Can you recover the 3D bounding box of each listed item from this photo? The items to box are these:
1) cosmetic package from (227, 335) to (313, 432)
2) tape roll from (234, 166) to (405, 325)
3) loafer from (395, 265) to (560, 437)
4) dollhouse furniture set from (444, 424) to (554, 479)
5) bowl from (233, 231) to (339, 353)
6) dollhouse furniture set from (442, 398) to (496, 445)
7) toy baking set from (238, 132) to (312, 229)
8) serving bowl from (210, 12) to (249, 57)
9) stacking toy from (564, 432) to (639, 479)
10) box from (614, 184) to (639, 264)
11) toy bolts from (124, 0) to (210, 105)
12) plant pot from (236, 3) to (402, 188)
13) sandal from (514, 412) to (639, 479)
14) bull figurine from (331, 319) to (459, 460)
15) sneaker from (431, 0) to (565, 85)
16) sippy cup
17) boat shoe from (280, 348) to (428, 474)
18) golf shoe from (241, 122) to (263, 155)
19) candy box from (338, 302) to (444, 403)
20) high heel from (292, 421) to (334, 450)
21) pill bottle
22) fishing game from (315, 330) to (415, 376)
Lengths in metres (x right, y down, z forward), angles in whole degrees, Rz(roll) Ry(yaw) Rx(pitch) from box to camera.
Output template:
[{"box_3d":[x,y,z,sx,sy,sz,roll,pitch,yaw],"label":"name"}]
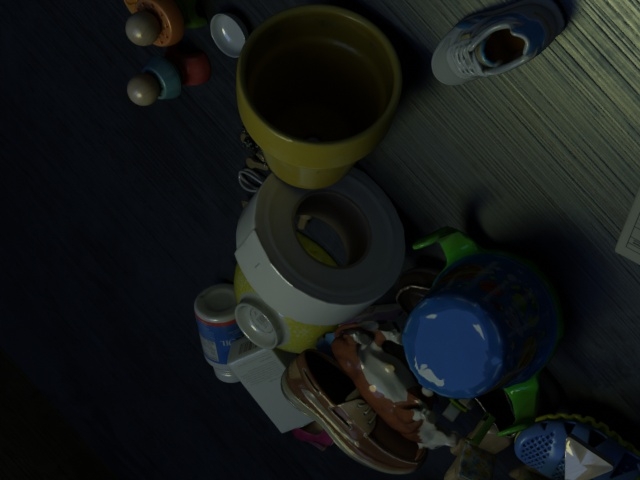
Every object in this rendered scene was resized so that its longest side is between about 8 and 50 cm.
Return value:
[{"box_3d":[-0.094,0.308,2.240,0.117,0.085,0.231,-23,119,20],"label":"cosmetic package"},{"box_3d":[0.000,0.000,1.743,0.286,0.286,0.100,48,145,2],"label":"tape roll"},{"box_3d":[0.263,0.197,1.776,0.366,0.130,0.134,45,144,6],"label":"loafer"},{"box_3d":[0.417,0.552,1.771,0.394,0.362,0.256,25,145,-11],"label":"dollhouse furniture set"},{"box_3d":[-0.082,0.132,2.066,0.289,0.156,0.290,27,139,27],"label":"bowl"},{"box_3d":[0.218,0.277,1.708,0.151,0.059,0.076,38,173,-3],"label":"dollhouse furniture set"},{"box_3d":[-0.081,-0.113,1.950,0.196,0.030,0.256,38,143,20],"label":"toy baking set"},{"box_3d":[-0.156,-0.367,1.789,0.083,0.027,0.083,27,139,26],"label":"serving bowl"},{"box_3d":[0.440,0.479,1.564,0.308,0.130,0.280,23,106,17],"label":"stacking toy"},{"box_3d":[0.497,-0.062,1.289,0.148,0.127,0.232,31,142,23],"label":"box"},{"box_3d":[-0.319,-0.365,1.853,0.218,0.158,0.229,24,137,31],"label":"toy bolts"},{"box_3d":[-0.008,-0.205,1.619,0.254,0.254,0.239,40,160,13],"label":"plant pot"},{"box_3d":[0.473,0.391,1.675,0.317,0.138,0.126,18,127,17],"label":"sandal"},{"box_3d":[0.141,0.270,1.836,0.310,0.101,0.188,45,153,3],"label":"bull figurine"},{"box_3d":[0.228,-0.270,1.415,0.087,0.092,0.228,55,146,-11],"label":"sneaker"},{"box_3d":[0.243,0.144,1.598,0.305,0.224,0.240,34,113,18],"label":"sippy cup"},{"box_3d":[0.068,0.326,1.938,0.324,0.123,0.116,33,134,9],"label":"boat shoe"},{"box_3d":[-0.094,-0.252,1.795,0.077,0.094,0.198,16,109,19],"label":"golf shoe"},{"box_3d":[0.150,0.220,1.970,0.164,0.070,0.196,-11,114,52],"label":"candy box"},{"box_3d":[-0.008,0.409,2.310,0.117,0.082,0.244,35,157,3],"label":"high heel"},{"box_3d":[-0.213,0.217,2.311,0.124,0.124,0.222,24,139,31],"label":"pill bottle"},{"box_3d":[0.071,0.251,1.991,0.189,0.041,0.264,45,137,2],"label":"fishing game"}]
